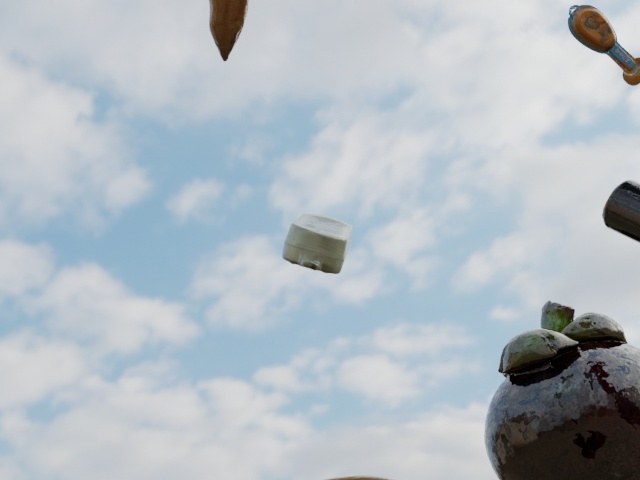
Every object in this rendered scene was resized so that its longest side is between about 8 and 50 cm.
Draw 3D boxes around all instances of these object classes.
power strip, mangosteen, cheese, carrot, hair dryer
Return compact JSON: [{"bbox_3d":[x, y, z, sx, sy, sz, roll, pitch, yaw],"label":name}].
[{"bbox_3d":[0.000,0.000,0.772,0.047,0.030,0.191,14,6,2],"label":"power strip"},{"bbox_3d":[0.387,0.252,1.411,0.300,0.300,0.300,-9,-33,-6],"label":"mangosteen"},{"bbox_3d":[0.308,-0.212,1.054,0.047,0.111,0.017,-47,2,-15],"label":"cheese"},{"bbox_3d":[-0.111,-0.313,1.164,0.072,0.072,0.205,-1,-65,-18],"label":"carrot"},{"bbox_3d":[0.424,-0.098,1.157,0.070,0.128,0.255,-19,-52,-32],"label":"hair dryer"}]

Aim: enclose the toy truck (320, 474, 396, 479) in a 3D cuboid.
[{"bbox_3d":[0.030,0.296,0.538,0.204,0.288,0.211,-13,3,-1],"label":"toy truck"}]
